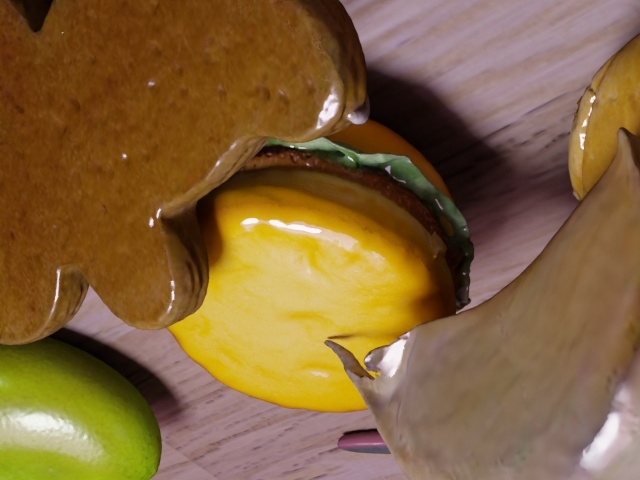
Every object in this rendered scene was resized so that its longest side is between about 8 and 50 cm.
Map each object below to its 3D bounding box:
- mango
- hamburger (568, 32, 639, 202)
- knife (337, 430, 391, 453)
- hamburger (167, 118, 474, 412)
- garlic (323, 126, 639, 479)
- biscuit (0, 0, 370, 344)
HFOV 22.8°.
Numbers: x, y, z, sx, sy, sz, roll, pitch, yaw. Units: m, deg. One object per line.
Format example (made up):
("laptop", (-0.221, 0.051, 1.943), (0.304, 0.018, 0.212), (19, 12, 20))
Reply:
("mango", (-0.297, 0.173, 1.595), (0.273, 0.149, 0.185), (-3, 132, 23))
("hamburger", (0.262, -0.078, 0.951), (0.245, 0.155, 0.282), (12, 141, 26))
("knife", (0.125, 0.196, 1.512), (0.247, 0.018, 0.035), (-3, 136, 30))
("hamburger", (0.000, 0.001, 1.179), (0.246, 0.170, 0.246), (7, 134, 7))
("garlic", (0.140, 0.086, 0.984), (0.151, 0.196, 0.338), (-7, 159, -37))
("biscuit", (-0.145, -0.078, 1.090), (0.283, 0.064, 0.432), (55, 130, 15))
